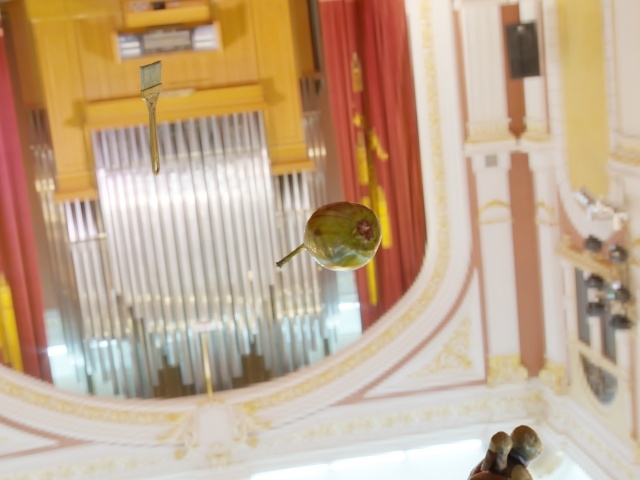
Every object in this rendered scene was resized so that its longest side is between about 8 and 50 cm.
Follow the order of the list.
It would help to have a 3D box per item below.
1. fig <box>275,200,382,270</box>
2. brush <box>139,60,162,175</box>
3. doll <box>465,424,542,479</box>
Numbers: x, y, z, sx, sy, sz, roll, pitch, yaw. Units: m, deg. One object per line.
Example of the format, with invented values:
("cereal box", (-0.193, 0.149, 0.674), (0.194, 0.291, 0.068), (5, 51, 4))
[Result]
("fig", (-0.006, -0.004, 1.256), (0.166, 0.093, 0.093), (-3, -169, 31))
("brush", (-0.299, -0.216, 1.808), (0.011, 0.205, 0.083), (5, -161, 13))
("doll", (0.268, 0.408, 1.488), (0.154, 0.228, 0.258), (-10, -173, 14))
